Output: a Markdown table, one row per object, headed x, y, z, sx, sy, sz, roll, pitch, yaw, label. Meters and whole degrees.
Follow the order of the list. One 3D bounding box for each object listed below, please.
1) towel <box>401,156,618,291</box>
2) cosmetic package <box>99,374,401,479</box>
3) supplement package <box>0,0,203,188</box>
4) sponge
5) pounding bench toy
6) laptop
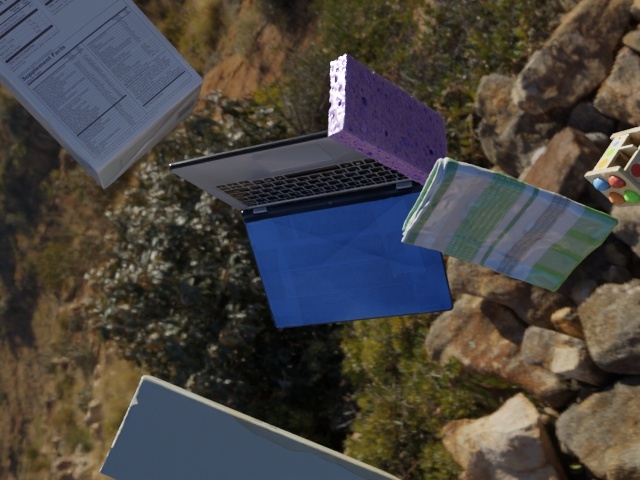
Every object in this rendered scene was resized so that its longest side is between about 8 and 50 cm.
| x | y | z | sx | sy | sz | roll | pitch | yaw | label |
| --- | --- | --- | --- | --- | --- | --- | --- | --- | --- |
| 0.154 | -0.008 | 0.590 | 0.113 | 0.151 | 0.023 | 110 | 179 | -56 | towel |
| -0.075 | 0.267 | 0.801 | 0.160 | 0.309 | 0.113 | 117 | 176 | -75 | cosmetic package |
| -0.336 | -0.245 | 1.006 | 0.198 | 0.263 | 0.199 | -44 | 8 | -13 | supplement package |
| 0.096 | -0.154 | 0.937 | 0.031 | 0.210 | 0.117 | -22 | 57 | 42 | sponge |
| 0.322 | -0.061 | 0.698 | 0.065 | 0.083 | 0.052 | -53 | 11 | -10 | pounding bench toy |
| 0.000 | 0.000 | 1.244 | 0.381 | 0.408 | 0.237 | -9 | 73 | 21 | laptop |
